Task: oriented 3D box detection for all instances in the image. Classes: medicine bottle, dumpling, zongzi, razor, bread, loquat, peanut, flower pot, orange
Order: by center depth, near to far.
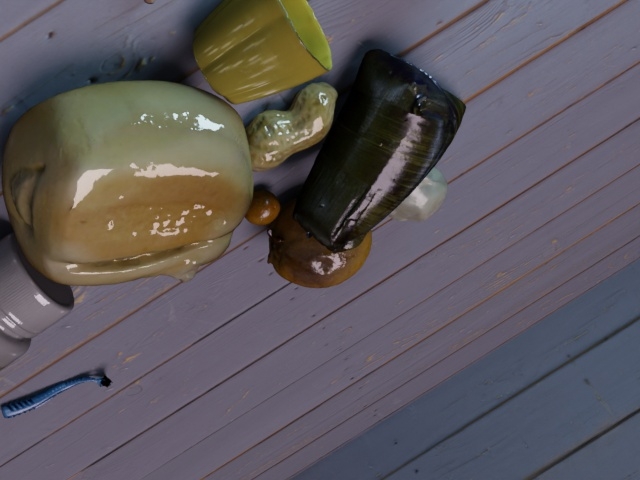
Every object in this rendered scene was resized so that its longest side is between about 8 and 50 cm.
[{"bbox_3d":[-0.102,-0.319,1.480,0.179,0.195,0.195,-28,153,17],"label":"flower pot"},{"bbox_3d":[-0.324,-0.103,1.511,0.376,0.253,0.348,-14,143,-30],"label":"bread"},{"bbox_3d":[-0.633,0.149,1.647,0.340,0.208,0.208,-34,151,4],"label":"medicine bottle"},{"bbox_3d":[-0.061,-0.215,1.752,0.229,0.098,0.103,-33,153,-3],"label":"peanut"},{"bbox_3d":[0.147,-0.157,1.904,0.403,0.208,0.432,-61,157,13],"label":"zongzi"},{"bbox_3d":[-0.126,-0.069,1.937,0.085,0.085,0.085,-24,150,-15],"label":"orange"},{"bbox_3d":[0.000,0.000,2.009,0.238,0.238,0.193,-18,145,-23],"label":"loquat"},{"bbox_3d":[0.216,-0.111,2.145,0.162,0.132,0.250,-48,164,9],"label":"dumpling"},{"bbox_3d":[-0.622,0.361,2.155,0.253,0.042,0.082,-18,-171,-20],"label":"razor"}]

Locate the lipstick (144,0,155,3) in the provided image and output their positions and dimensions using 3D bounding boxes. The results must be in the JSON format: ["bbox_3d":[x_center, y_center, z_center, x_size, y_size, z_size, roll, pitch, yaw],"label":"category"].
[{"bbox_3d":[-0.255,-0.397,1.370,0.019,0.019,0.094,-17,147,-25],"label":"lipstick"}]
